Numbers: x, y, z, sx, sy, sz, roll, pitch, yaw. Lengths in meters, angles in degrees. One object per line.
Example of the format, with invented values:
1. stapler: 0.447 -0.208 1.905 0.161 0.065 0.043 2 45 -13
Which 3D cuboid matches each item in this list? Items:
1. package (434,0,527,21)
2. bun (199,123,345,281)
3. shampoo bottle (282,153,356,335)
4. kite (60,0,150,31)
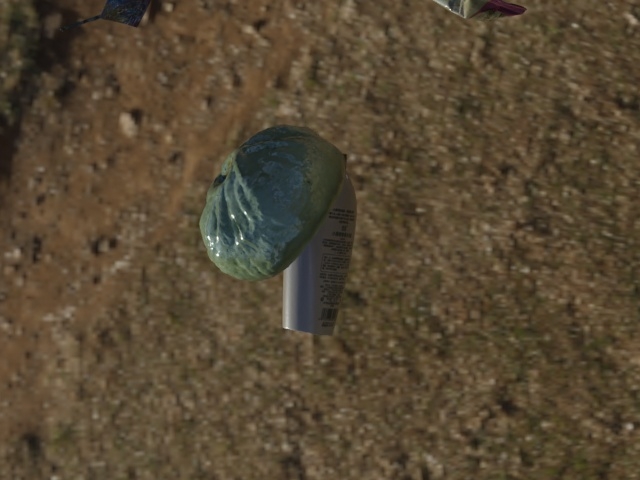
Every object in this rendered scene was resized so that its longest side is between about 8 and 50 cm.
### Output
1. package: 0.136 -0.211 1.243 0.083 0.059 0.029 18 96 59
2. bun: -0.060 -0.051 1.553 0.118 0.195 0.195 35 118 -11
3. shampoo bottle: 0.000 0.000 1.941 0.078 0.127 0.257 11 91 40
4. kite: -0.180 -0.196 1.171 0.044 0.078 0.002 99 160 -44
